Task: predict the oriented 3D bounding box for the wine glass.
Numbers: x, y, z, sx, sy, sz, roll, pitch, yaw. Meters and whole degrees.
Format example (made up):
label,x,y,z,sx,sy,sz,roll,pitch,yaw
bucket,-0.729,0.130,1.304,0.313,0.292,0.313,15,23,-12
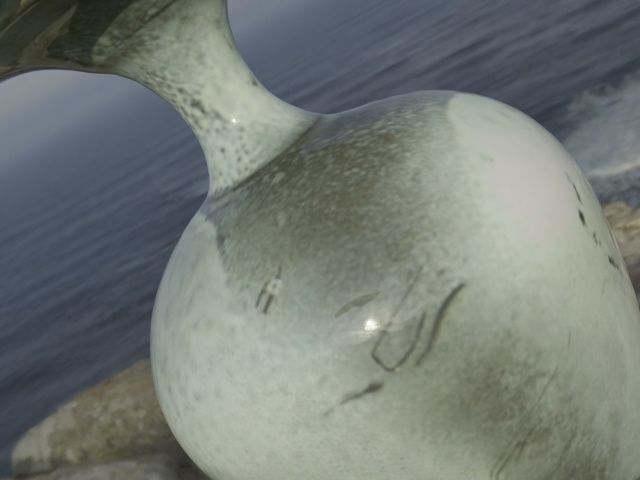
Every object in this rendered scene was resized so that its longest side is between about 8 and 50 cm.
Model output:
label,x,y,z,sx,sy,sz,roll,pitch,yaw
wine glass,0.000,0.000,0.422,0.238,0.323,0.238,-38,11,8
